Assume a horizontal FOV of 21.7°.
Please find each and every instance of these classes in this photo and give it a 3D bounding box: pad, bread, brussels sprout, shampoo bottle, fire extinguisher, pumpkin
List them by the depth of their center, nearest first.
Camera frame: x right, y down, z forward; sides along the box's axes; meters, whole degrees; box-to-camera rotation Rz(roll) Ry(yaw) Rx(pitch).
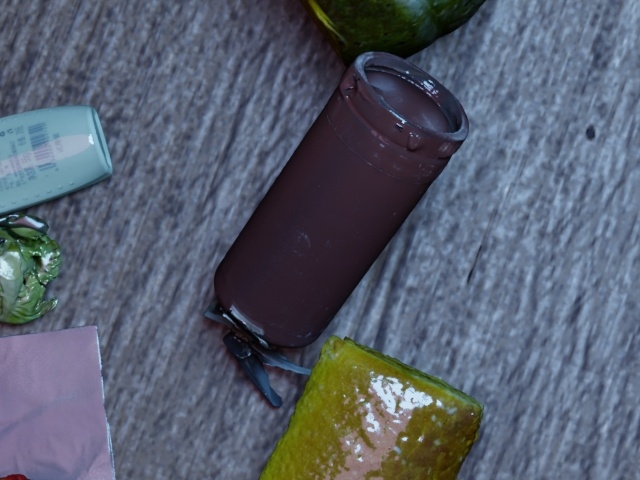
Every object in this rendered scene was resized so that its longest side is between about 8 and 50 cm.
[{"bbox_3d":[0.000,0.000,1.186,0.105,0.105,0.269,39,118,7],"label":"fire extinguisher"},{"bbox_3d":[0.003,-0.256,1.192,0.139,0.190,0.280,-38,83,2],"label":"pumpkin"},{"bbox_3d":[0.029,0.167,1.193,0.132,0.103,0.172,25,88,7],"label":"bread"},{"bbox_3d":[-0.234,0.019,1.253,0.085,0.058,0.085,3,74,-9],"label":"brussels sprout"},{"bbox_3d":[-0.213,0.163,1.261,0.113,0.006,0.188,-8,84,3],"label":"pad"},{"bbox_3d":[-0.267,-0.049,1.263,0.212,0.049,0.072,-15,88,2],"label":"shampoo bottle"}]

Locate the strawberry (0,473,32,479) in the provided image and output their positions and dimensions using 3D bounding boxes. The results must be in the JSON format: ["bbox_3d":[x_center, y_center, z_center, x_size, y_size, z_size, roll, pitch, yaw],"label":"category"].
[{"bbox_3d":[-0.249,0.236,1.202,0.148,0.131,0.131,-12,83,27],"label":"strawberry"}]
